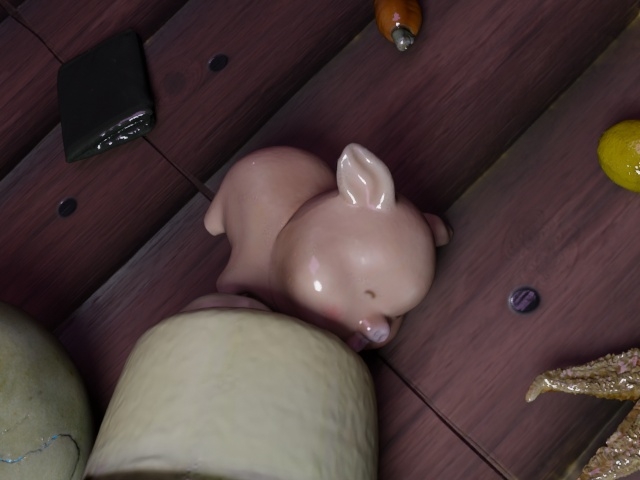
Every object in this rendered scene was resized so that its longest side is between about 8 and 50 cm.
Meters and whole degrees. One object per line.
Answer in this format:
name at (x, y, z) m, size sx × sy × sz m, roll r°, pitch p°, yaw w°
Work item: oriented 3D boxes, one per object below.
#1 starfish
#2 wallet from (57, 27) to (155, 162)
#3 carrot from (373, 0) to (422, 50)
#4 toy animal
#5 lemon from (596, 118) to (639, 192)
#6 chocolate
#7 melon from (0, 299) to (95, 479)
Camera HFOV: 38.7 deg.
starfish at (0.374, 0.172, 0.935) m, size 0.302 × 0.060 × 0.299 m, roll -17°, pitch 62°, yaw 7°
wallet at (-0.356, -0.242, 1.502) m, size 0.168 × 0.052 × 0.245 m, roll -25°, pitch 50°, yaw 9°
carrot at (0.109, -0.402, 1.387) m, size 0.069 × 0.069 × 0.336 m, roll -16°, pitch 50°, yaw 15°
toy animal at (0.000, 0.000, 1.120) m, size 0.269 × 0.237 × 0.326 m, roll -36°, pitch 51°, yaw 14°
lemon at (0.378, -0.098, 1.076) m, size 0.082 × 0.082 × 0.111 m, roll -39°, pitch 47°, yaw -1°
chocolate at (-0.073, 0.222, 0.977) m, size 0.313 × 0.326 × 0.297 m, roll -6°, pitch 43°, yaw 24°
melon at (-0.415, 0.234, 1.121) m, size 0.268 × 0.268 × 0.330 m, roll -31°, pitch 75°, yaw 4°
